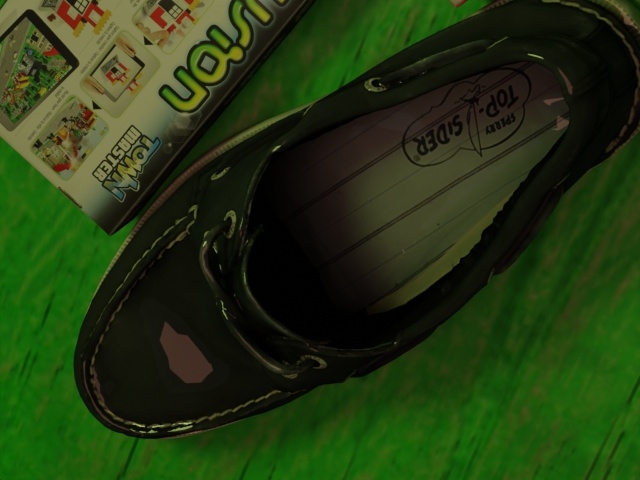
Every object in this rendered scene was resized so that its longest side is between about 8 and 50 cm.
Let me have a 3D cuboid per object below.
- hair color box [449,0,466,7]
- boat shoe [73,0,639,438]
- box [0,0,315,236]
[{"bbox_3d":[0.095,-0.174,0.858,0.141,0.043,0.072,-37,94,24],"label":"hair color box"},{"bbox_3d":[0.003,0.003,0.902,0.340,0.113,0.127,-29,97,22],"label":"boat shoe"},{"bbox_3d":[-0.076,-0.113,0.931,0.114,0.036,0.207,43,113,0],"label":"box"}]
